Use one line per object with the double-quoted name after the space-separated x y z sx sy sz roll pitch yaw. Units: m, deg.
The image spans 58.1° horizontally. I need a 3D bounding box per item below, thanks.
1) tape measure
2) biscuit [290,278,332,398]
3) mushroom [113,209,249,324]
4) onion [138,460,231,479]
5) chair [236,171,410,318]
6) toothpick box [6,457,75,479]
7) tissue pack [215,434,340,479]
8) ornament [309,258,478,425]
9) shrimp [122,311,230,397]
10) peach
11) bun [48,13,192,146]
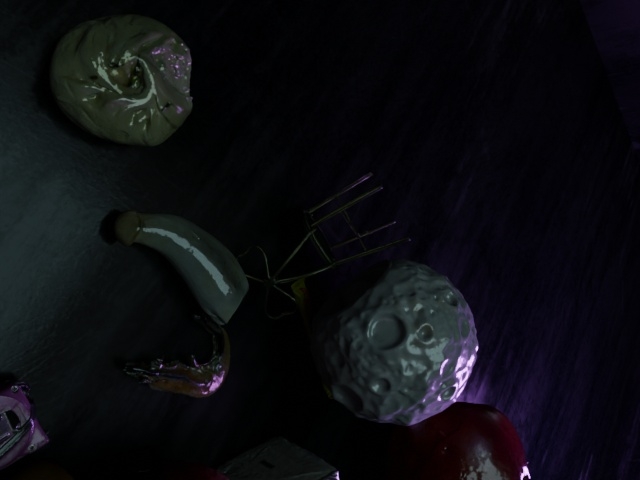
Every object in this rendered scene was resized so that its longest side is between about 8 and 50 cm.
-0.458 0.261 0.809 0.125 0.074 0.118 -33 113 -39 "tape measure"
-0.011 0.216 1.260 0.048 0.026 0.291 -41 119 -52 "biscuit"
-0.230 0.029 1.002 0.270 0.103 0.118 45 54 -23 "mushroom"
-0.219 0.525 0.879 0.342 0.341 0.340 -3 95 -43 "onion"
0.000 0.000 1.184 0.326 0.170 0.159 -29 109 5 "chair"
-0.451 0.439 0.754 0.294 0.192 0.192 -39 118 -40 "toothpick box"
-0.078 0.593 1.102 0.198 0.210 0.369 -12 102 -36 "tissue pack"
0.154 0.209 1.169 0.337 0.337 0.336 -3 95 -43 "ornament"
-0.241 0.202 1.027 0.219 0.046 0.152 19 80 -46 "shrimp"
0.307 0.596 1.380 0.339 0.354 0.415 43 44 -86 "peach"
-0.292 -0.254 0.906 0.237 0.116 0.209 -45 120 -30 "bun"
